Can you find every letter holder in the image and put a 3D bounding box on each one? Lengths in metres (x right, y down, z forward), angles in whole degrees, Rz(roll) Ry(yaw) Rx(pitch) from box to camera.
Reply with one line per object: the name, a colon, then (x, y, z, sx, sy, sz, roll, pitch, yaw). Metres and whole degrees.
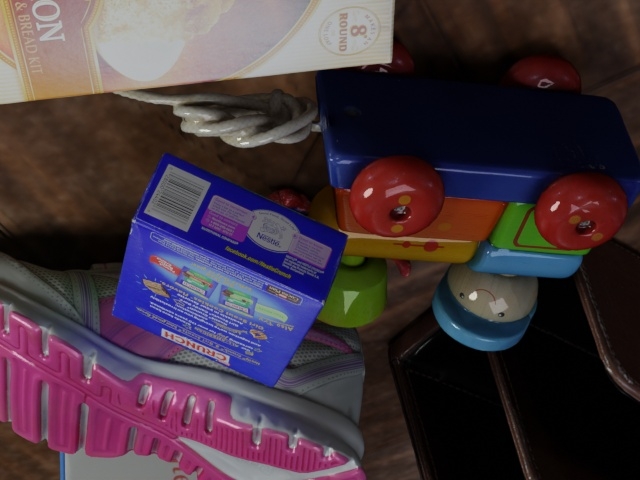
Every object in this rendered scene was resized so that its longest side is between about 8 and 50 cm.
letter holder: (0.216, 0.153, 0.736, 0.301, 0.214, 0.152, 25, 127, -34)

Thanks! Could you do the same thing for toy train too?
toy train: (0.015, -0.015, 0.582, 0.248, 0.105, 0.143, 4, 136, -12)

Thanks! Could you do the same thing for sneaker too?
sneaker: (-0.087, 0.059, 0.652, 0.252, 0.111, 0.103, 23, 137, -5)

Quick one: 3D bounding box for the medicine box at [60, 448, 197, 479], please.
medicine box: (-0.055, 0.257, 0.751, 0.149, 0.264, 0.289, -12, 139, 0)

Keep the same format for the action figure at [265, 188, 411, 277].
action figure: (0.000, 0.000, 0.657, 0.115, 0.030, 0.038, 28, 128, -33)

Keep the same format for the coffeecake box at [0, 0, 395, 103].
coffeecake box: (-0.065, -0.133, 0.461, 0.185, 0.068, 0.142, -7, 138, -6)

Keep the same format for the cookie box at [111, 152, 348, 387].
cookie box: (-0.046, 0.017, 0.557, 0.091, 0.040, 0.107, 24, 150, -3)
